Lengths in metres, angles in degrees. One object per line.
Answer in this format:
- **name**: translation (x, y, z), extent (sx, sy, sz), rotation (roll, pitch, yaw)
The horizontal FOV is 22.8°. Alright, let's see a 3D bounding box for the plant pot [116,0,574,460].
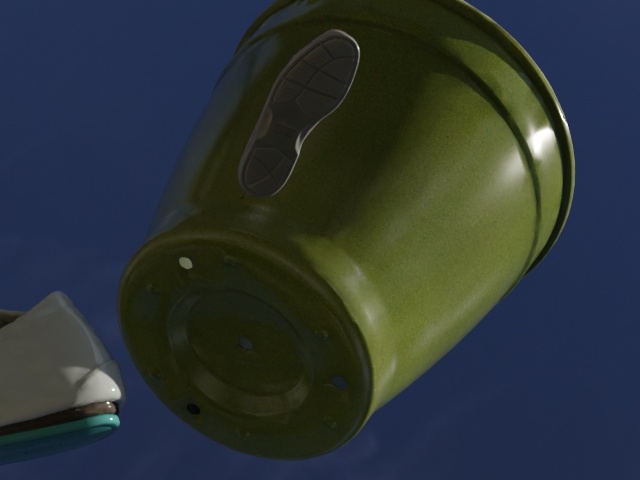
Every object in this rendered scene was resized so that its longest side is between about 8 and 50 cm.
- **plant pot**: translation (0.000, 0.000, 1.425), extent (0.367, 0.366, 0.353), rotation (9, -144, 23)

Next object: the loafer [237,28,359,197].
- **loafer**: translation (-0.019, -0.088, 1.039), extent (0.125, 0.045, 0.039), rotation (-57, -160, 18)

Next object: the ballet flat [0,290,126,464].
- **ballet flat**: translation (-0.338, 0.125, 1.116), extent (0.400, 0.139, 0.139), rotation (-14, -129, -23)
